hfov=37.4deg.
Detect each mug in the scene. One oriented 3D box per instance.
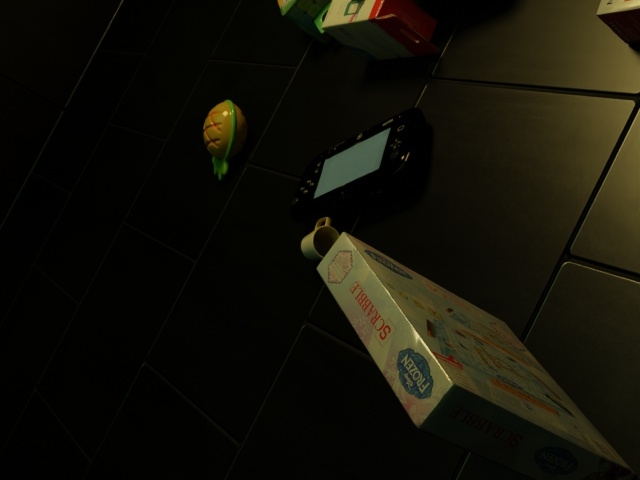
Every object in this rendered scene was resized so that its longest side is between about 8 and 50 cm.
[{"bbox_3d":[0.001,0.004,1.736,0.078,0.062,0.064,-46,15,-29],"label":"mug"}]

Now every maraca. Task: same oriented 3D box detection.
[{"bbox_3d":[-0.223,-0.233,2.188,0.127,0.099,0.185,-130,47,-61],"label":"maraca"}]

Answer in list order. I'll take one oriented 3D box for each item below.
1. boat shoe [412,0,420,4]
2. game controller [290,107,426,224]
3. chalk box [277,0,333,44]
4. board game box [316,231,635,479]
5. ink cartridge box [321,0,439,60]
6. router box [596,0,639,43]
[{"bbox_3d":[0.175,-0.509,1.892,0.043,0.049,0.137,-19,43,29],"label":"boat shoe"},{"bbox_3d":[0.066,-0.134,1.738,0.319,0.067,0.166,-22,49,43],"label":"game controller"},{"bbox_3d":[-0.007,-0.536,2.087,0.132,0.132,0.213,-45,35,23],"label":"chalk box"},{"bbox_3d":[0.177,0.151,1.132,0.066,0.319,0.318,-52,32,13],"label":"board game box"},{"bbox_3d":[0.124,-0.415,1.812,0.231,0.134,0.078,9,73,55],"label":"ink cartridge box"},{"bbox_3d":[0.567,-0.445,1.279,0.301,0.082,0.335,8,72,56],"label":"router box"}]
